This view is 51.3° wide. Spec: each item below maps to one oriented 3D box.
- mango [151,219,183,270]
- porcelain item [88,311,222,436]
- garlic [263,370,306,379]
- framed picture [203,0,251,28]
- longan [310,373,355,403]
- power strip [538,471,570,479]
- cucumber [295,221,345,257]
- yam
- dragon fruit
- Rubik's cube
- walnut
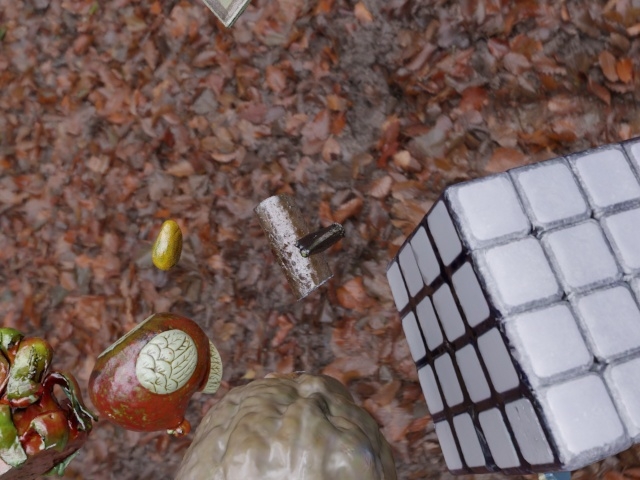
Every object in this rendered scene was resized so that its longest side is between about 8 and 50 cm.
[{"bbox_3d":[-0.341,0.011,1.488,0.057,0.079,0.114,11,100,21],"label":"mango"},{"bbox_3d":[-0.313,0.275,1.301,0.252,0.253,0.253,-6,77,28],"label":"porcelain item"},{"bbox_3d":[-0.074,0.321,1.357,0.128,0.115,0.206,-53,25,-5],"label":"garlic"},{"bbox_3d":[-0.068,-0.349,0.654,0.231,0.010,0.173,-46,69,19],"label":"framed picture"},{"bbox_3d":[0.003,0.519,2.004,0.248,0.248,0.248,-6,77,28],"label":"longan"},{"bbox_3d":[0.427,0.405,1.215,0.056,0.123,0.032,47,122,-6],"label":"power strip"},{"bbox_3d":[-0.001,0.002,1.025,0.033,0.134,0.034,42,123,14],"label":"cucumber"},{"bbox_3d":[-0.069,0.013,1.775,0.131,0.131,0.280,-26,90,22],"label":"yam"},{"bbox_3d":[-0.263,0.165,0.589,0.142,0.138,0.175,-5,81,-5],"label":"dragon fruit"},{"bbox_3d":[0.322,0.101,0.898,0.344,0.337,0.344,-14,71,-15],"label":"Rubik's cube"},{"bbox_3d":[-0.025,0.192,0.528,0.178,0.230,0.178,0,104,0],"label":"walnut"}]
